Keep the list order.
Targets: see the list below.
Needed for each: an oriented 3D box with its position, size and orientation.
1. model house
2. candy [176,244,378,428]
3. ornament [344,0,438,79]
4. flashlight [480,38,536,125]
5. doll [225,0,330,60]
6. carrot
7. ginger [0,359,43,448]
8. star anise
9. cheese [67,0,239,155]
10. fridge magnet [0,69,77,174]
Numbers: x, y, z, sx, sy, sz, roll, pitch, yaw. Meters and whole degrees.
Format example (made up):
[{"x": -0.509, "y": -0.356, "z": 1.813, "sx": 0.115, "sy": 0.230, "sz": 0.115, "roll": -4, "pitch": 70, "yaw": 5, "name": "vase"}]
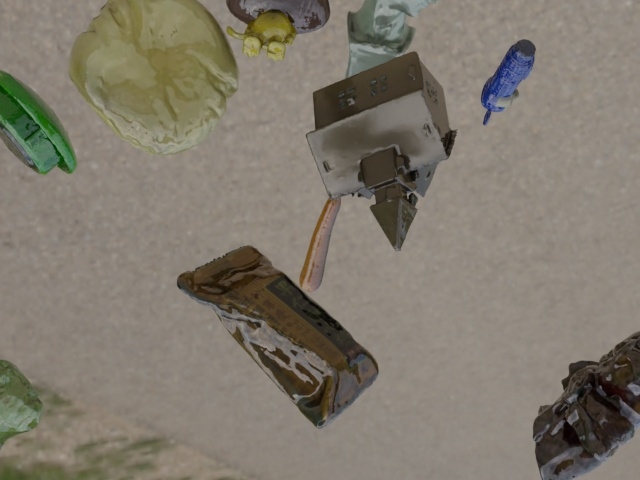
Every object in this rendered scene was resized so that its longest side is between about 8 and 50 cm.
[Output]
[{"x": 0.100, "y": -0.089, "z": 1.510, "sx": 0.181, "sy": 0.248, "sz": 0.176, "roll": -17, "pitch": 150, "yaw": 26, "name": "model house"}, {"x": -0.049, "y": 0.110, "z": 1.409, "sx": 0.143, "sy": 0.271, "sz": 0.101, "roll": -29, "pitch": 155, "yaw": -47, "name": "candy"}, {"x": 0.107, "y": -0.364, "z": 1.722, "sx": 0.130, "sy": 0.120, "sz": 0.285, "roll": 25, "pitch": 119, "yaw": -5, "name": "ornament"}, {"x": 0.189, "y": -0.161, "z": 1.116, "sx": 0.035, "sy": 0.057, "sz": 0.121, "roll": 17, "pitch": 157, "yaw": -4, "name": "flashlight"}, {"x": -0.071, "y": -0.313, "z": 1.538, "sx": 0.145, "sy": 0.188, "sz": 0.096, "roll": 24, "pitch": 140, "yaw": 20, "name": "doll"}, {"x": 0.000, "y": 0.000, "z": 1.763, "sx": 0.037, "sy": 0.037, "sz": 0.190, "roll": -1, "pitch": 124, "yaw": -25, "name": "carrot"}, {"x": -0.394, "y": 0.125, "z": 1.010, "sx": 0.290, "sy": 0.089, "sz": 0.137, "roll": 24, "pitch": 117, "yaw": -2, "name": "ginger"}, {"x": 0.310, "y": 0.166, "z": 1.192, "sx": 0.236, "sy": 0.109, "sz": 0.223, "roll": -41, "pitch": 164, "yaw": 6, "name": "star anise"}, {"x": -0.223, "y": -0.235, "z": 1.537, "sx": 0.214, "sy": 0.226, "sz": 0.117, "roll": -51, "pitch": -172, "yaw": -11, "name": "cheese"}, {"x": -0.473, "y": -0.186, "z": 1.811, "sx": 0.088, "sy": 0.208, "sz": 0.208, "roll": -43, "pitch": 160, "yaw": -14, "name": "fridge magnet"}]
